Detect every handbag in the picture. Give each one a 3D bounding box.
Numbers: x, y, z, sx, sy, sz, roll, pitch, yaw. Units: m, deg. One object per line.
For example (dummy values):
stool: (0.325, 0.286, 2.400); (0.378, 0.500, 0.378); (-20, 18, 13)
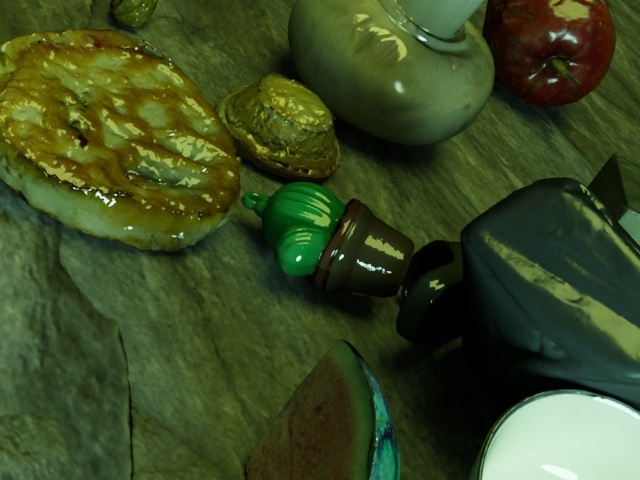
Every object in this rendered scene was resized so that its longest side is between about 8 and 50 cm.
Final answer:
handbag: (0.251, 0.123, 1.110); (0.178, 0.302, 0.275); (-29, 62, -10)

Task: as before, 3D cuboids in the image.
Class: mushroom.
mushroom: (0.126, -0.264, 1.574); (0.315, 0.315, 0.356); (-1, 9, -43)

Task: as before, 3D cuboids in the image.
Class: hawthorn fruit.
hawthorn fruit: (0.406, -0.368, 1.987); (0.258, 0.258, 0.262); (38, 49, 11)

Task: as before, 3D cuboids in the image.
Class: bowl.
bowl: (0.215, 0.262, 0.968); (0.238, 0.126, 0.237); (12, 54, -18)

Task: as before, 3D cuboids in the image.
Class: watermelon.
watermelon: (0.028, 0.187, 0.922); (0.128, 0.146, 0.231); (17, 31, -25)

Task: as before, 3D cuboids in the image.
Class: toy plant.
toy plant: (0.000, 0.000, 1.217); (0.200, 0.105, 0.143); (19, 32, 4)

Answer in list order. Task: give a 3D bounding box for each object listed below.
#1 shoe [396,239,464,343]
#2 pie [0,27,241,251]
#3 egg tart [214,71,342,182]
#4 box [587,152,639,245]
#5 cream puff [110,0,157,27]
shoe: (0.133, 0.044, 1.245); (0.093, 0.108, 0.241); (35, 21, 21)
pie: (-0.221, -0.106, 1.187); (0.315, 0.092, 0.315); (24, 35, -19)
egg tart: (-0.045, -0.150, 1.421); (0.191, 0.074, 0.191); (23, 34, -17)
box: (0.354, 0.042, 1.342); (0.155, 0.231, 0.149); (26, 31, -8)
cream puff: (-0.254, -0.325, 1.491); (0.083, 0.058, 0.083); (54, 30, -59)
